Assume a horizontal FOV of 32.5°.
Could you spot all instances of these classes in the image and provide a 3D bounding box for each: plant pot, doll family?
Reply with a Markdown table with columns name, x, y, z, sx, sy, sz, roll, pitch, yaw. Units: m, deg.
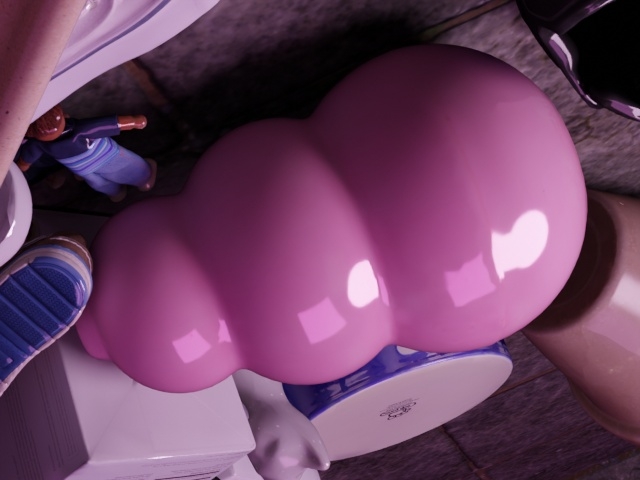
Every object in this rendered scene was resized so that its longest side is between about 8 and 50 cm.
| name | x | y | z | sx | sy | sz | roll | pitch | yaw |
| --- | --- | --- | --- | --- | --- | --- | --- | --- | --- |
| plant pot | 0.303 | 0.060 | 1.086 | 0.229 | 0.263 | 0.263 | 24 | 132 | -35 |
| doll family | -0.191 | -0.041 | 0.660 | 0.193 | 0.076 | 0.111 | -31 | 150 | 8 |

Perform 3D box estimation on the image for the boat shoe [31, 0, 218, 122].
| name | x | y | z | sx | sy | sz | roll | pitch | yaw |
| --- | --- | --- | --- | --- | --- | --- | --- | --- | --- |
| boat shoe | -0.123 | -0.125 | 0.505 | 0.258 | 0.095 | 0.084 | -35 | 154 | 28 |

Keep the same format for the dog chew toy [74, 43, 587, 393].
| name | x | y | z | sx | sy | sz | roll | pitch | yaw |
| --- | --- | --- | --- | --- | --- | --- | --- | --- | --- |
| dog chew toy | 0.000 | 0.000 | 0.724 | 0.332 | 0.206 | 0.206 | -20 | 155 | -6 |

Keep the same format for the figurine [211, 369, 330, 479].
| name | x | y | z | sx | sy | sz | roll | pitch | yaw |
| --- | --- | --- | --- | --- | --- | --- | --- | --- | --- |
| figurine | -0.086 | 0.149 | 0.956 | 0.092 | 0.209 | 0.215 | 3 | 146 | -42 |

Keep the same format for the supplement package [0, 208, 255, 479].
| name | x | y | z | sx | sy | sz | roll | pitch | yaw |
| --- | --- | --- | --- | --- | --- | --- | --- | --- | --- |
| supplement package | -0.189 | 0.115 | 0.822 | 0.149 | 0.194 | 0.203 | 7 | 143 | -46 |

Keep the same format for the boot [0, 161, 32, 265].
| name | x | y | z | sx | sy | sz | roll | pitch | yaw |
| --- | --- | --- | --- | --- | --- | --- | --- | --- | --- |
| boot | -0.252 | -0.010 | 0.588 | 0.258 | 0.095 | 0.123 | 4 | 168 | 15 |

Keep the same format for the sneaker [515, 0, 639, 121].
| name | x | y | z | sx | sy | sz | roll | pitch | yaw |
| --- | --- | --- | --- | --- | --- | --- | --- | --- | --- |
| sneaker | 0.191 | -0.130 | 0.688 | 0.102 | 0.146 | 0.293 | -34 | 152 | 26 |

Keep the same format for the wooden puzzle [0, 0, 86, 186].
| name | x | y | z | sx | sy | sz | roll | pitch | yaw |
| --- | --- | --- | --- | --- | --- | --- | --- | --- | --- |
| wooden puzzle | -0.222 | -0.162 | 0.301 | 0.348 | 0.080 | 0.322 | 19 | 139 | -21 |

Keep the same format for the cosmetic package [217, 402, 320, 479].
| name | x | y | z | sx | sy | sz | roll | pitch | yaw |
| --- | --- | --- | --- | --- | --- | --- | --- | --- | --- |
| cosmetic package | -0.153 | 0.252 | 1.202 | 0.224 | 0.138 | 0.225 | -28 | 156 | 15 |

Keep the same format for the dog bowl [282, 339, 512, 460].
| name | x | y | z | sx | sy | sz | roll | pitch | yaw |
| --- | --- | --- | --- | --- | --- | --- | --- | --- | --- |
| dog bowl | 0.068 | 0.139 | 1.186 | 0.265 | 0.104 | 0.265 | -17 | 155 | -8 |

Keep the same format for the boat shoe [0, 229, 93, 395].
| name | x | y | z | sx | sy | sz | roll | pitch | yaw |
| --- | --- | --- | --- | --- | --- | --- | --- | --- | --- |
| boat shoe | -0.209 | 0.058 | 0.684 | 0.183 | 0.066 | 0.066 | -32 | 111 | 16 |
